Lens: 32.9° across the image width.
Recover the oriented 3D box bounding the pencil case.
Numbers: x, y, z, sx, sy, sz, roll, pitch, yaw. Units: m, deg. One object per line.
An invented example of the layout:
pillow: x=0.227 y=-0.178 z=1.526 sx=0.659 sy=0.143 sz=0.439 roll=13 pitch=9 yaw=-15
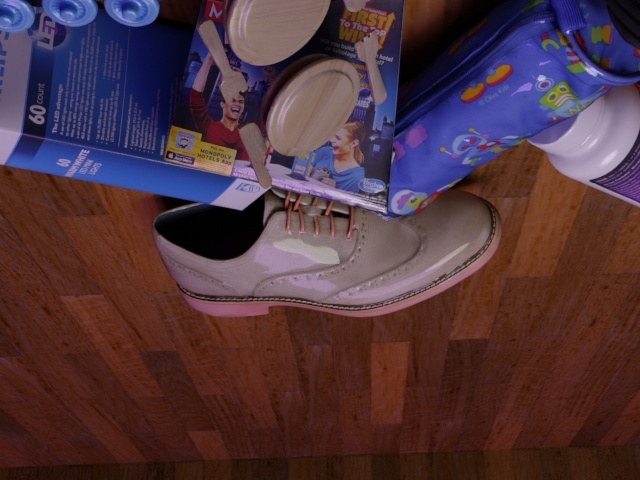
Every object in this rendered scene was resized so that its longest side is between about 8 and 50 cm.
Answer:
pencil case: x=0.142 y=-0.128 z=0.956 sx=0.133 sy=0.119 sz=0.306 roll=-9 pitch=164 yaw=-41

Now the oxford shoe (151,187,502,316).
oxford shoe: x=0.000 y=0.000 z=1.215 sx=0.397 sy=0.140 sz=0.146 roll=-11 pitch=147 yaw=14

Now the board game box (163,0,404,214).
board game box: x=-0.011 y=-0.139 z=0.882 sx=0.194 sy=0.060 sz=0.194 roll=14 pitch=109 yaw=-12

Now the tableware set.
tableware set: x=-0.023 y=-0.137 z=0.785 sx=0.128 sy=0.039 sz=0.194 roll=-37 pitch=148 yaw=-11

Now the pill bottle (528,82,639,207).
pill bottle: x=0.284 y=-0.100 z=1.042 sx=0.193 sy=0.108 sz=0.108 roll=17 pitch=149 yaw=-36

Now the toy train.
toy train: x=-0.191 y=-0.215 z=0.805 sx=0.184 sy=0.080 sz=0.105 roll=-2 pitch=146 yaw=5

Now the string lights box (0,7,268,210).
string lights box: x=-0.171 y=-0.120 z=0.936 sx=0.260 sy=0.133 sz=0.077 roll=11 pitch=159 yaw=-24

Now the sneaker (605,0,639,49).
sneaker: x=0.283 y=-0.246 z=0.606 sx=0.146 sy=0.122 sz=0.330 roll=3 pitch=129 yaw=-27
